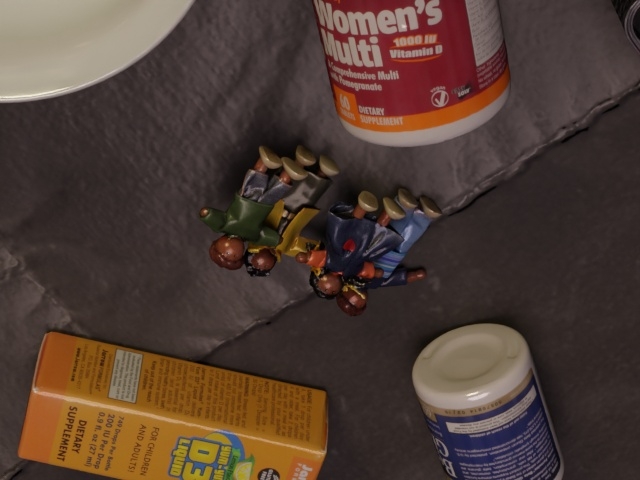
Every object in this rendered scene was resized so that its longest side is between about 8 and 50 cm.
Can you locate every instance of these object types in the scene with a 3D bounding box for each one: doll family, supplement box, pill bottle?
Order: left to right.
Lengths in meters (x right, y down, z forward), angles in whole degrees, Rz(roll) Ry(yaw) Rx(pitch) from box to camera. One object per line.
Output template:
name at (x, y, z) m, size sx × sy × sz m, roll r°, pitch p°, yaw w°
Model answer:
supplement box at (-0.113, 0.145, 1.214) m, size 0.233 × 0.080 × 0.078 m, roll 12°, pitch 122°, yaw -10°
doll family at (0.000, 0.000, 1.131) m, size 0.193 × 0.076 × 0.111 m, roll 23°, pitch 113°, yaw -17°
pill bottle at (0.049, -0.182, 0.993) m, size 0.121 × 0.121 × 0.221 m, roll -11°, pitch 121°, yaw 6°
pill bottle at (0.138, 0.157, 1.212) m, size 0.094 × 0.094 × 0.169 m, roll -16°, pitch 119°, yaw 9°

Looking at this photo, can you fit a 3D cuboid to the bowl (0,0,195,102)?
bowl at (-0.203, -0.243, 0.949) m, size 0.298 × 0.134 × 0.298 m, roll 0°, pitch 120°, yaw -1°

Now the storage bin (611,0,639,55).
storage bin at (0.289, -0.136, 1.044) m, size 0.122 × 0.084 × 0.180 m, roll -34°, pitch 115°, yaw 19°
